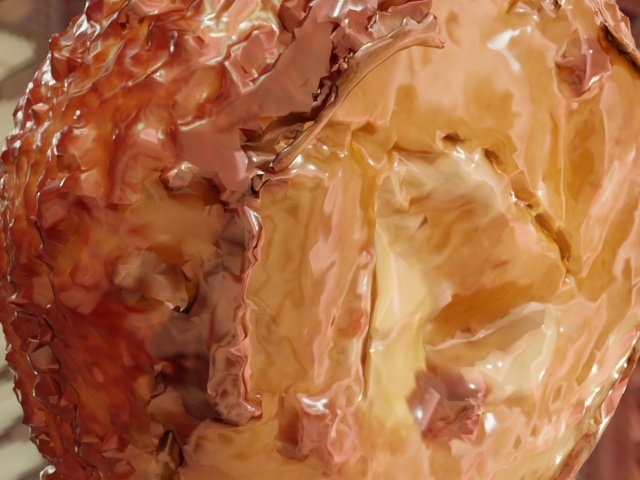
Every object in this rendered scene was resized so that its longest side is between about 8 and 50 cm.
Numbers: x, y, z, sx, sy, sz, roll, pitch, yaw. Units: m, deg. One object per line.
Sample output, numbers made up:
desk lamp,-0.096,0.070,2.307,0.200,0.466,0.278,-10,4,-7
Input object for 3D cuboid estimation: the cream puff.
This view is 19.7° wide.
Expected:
cream puff,-0.003,0.004,0.821,0.350,0.229,0.350,-15,114,-38
